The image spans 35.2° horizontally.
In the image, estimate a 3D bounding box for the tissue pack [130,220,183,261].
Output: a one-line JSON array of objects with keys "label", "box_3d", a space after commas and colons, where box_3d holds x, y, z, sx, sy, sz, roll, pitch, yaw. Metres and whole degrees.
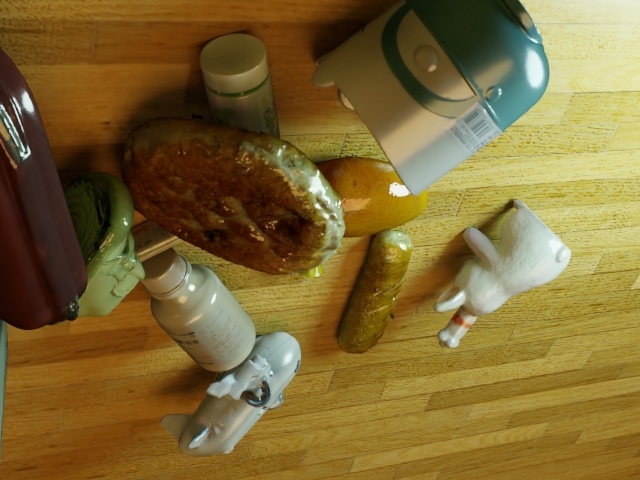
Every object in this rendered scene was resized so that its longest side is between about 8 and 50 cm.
[{"label": "tissue pack", "box_3d": [-0.247, 0.000, 1.436, 0.108, 0.056, 0.023, -25, 140, 0]}]

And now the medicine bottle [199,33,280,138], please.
[{"label": "medicine bottle", "box_3d": [-0.101, -0.170, 1.310, 0.086, 0.086, 0.183, -18, 139, -10]}]

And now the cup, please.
[{"label": "cup", "box_3d": [0.158, -0.209, 1.329, 0.258, 0.219, 0.290, -36, 169, 11]}]

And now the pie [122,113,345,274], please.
[{"label": "pie", "box_3d": [-0.111, -0.053, 1.309, 0.315, 0.092, 0.315, 17, 153, 9]}]

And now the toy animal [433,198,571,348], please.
[{"label": "toy animal", "box_3d": [0.288, 0.056, 1.726, 0.282, 0.138, 0.140, -33, 132, 20]}]

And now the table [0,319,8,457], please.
[{"label": "table", "box_3d": [-0.495, 0.203, 1.389, 0.111, 0.240, 0.121, 1, 133, -13]}]

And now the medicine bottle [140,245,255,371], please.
[{"label": "medicine bottle", "box_3d": [-0.193, 0.097, 1.524, 0.114, 0.114, 0.252, -28, 140, 2]}]

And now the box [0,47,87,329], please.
[{"label": "box", "box_3d": [-0.394, -0.071, 1.137, 0.108, 0.263, 0.404, -42, 144, -32]}]

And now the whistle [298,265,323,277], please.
[{"label": "whistle", "box_3d": [0.001, 0.005, 1.585, 0.057, 0.046, 0.109, 8, 125, -15]}]

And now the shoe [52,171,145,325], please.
[{"label": "shoe", "box_3d": [-0.305, 0.010, 1.337, 0.128, 0.140, 0.262, -8, 147, -46]}]

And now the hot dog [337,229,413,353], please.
[{"label": "hot dog", "box_3d": [0.090, 0.096, 1.716, 0.088, 0.061, 0.286, 0, 133, -12]}]

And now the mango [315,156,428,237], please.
[{"label": "mango", "box_3d": [0.068, -0.058, 1.501, 0.217, 0.102, 0.141, 0, 129, -29]}]

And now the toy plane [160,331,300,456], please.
[{"label": "toy plane", "box_3d": [-0.139, 0.257, 1.693, 0.267, 0.122, 0.267, -44, 169, -11]}]
